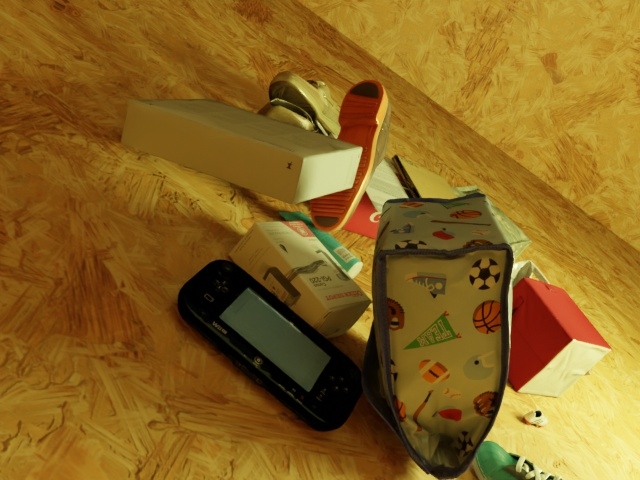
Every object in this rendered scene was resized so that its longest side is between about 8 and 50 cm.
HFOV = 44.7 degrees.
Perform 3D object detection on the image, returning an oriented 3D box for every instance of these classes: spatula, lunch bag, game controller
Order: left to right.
[{"bbox_3d":[-0.074,0.158,1.199,0.319,0.067,0.166,39,23,2],"label":"game controller"},{"bbox_3d":[0.065,-0.222,2.052,0.168,0.019,0.242,55,4,26],"label":"spatula"},{"bbox_3d":[0.191,0.147,1.286,0.238,0.386,0.328,-3,18,8],"label":"lunch bag"},{"bbox_3d":[0.394,-0.020,2.096,0.287,0.169,0.235,-8,51,-52],"label":"lunch bag"}]

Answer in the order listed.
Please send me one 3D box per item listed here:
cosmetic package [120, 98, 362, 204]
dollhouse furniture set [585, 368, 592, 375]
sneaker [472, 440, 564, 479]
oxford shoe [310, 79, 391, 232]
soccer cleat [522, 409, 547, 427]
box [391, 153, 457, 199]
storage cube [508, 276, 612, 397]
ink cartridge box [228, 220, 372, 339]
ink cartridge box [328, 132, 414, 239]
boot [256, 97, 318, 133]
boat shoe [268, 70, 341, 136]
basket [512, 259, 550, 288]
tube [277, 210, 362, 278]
[{"bbox_3d":[-0.145,-0.184,1.508,0.377,0.098,0.284,20,15,20],"label":"cosmetic package"},{"bbox_3d":[0.577,0.246,1.904,0.123,0.144,0.151,-23,101,-64],"label":"dollhouse furniture set"},{"bbox_3d":[0.393,0.437,1.309,0.302,0.121,0.108,44,23,12],"label":"sneaker"},{"bbox_3d":[0.084,-0.164,1.683,0.129,0.364,0.133,9,-23,31],"label":"oxford shoe"},{"bbox_3d":[0.458,0.372,1.633,0.083,0.036,0.029,17,31,-41],"label":"soccer cleat"},{"bbox_3d":[0.280,-0.129,1.962,0.201,0.021,0.164,19,35,-42],"label":"box"},{"bbox_3d":[0.511,0.226,1.790,0.215,0.184,0.193,17,32,-41],"label":"storage cube"},{"bbox_3d":[-0.034,0.070,1.388,0.218,0.092,0.158,50,26,20],"label":"ink cartridge box"},{"bbox_3d":[0.145,-0.088,1.886,0.309,0.130,0.272,17,35,-41],"label":"ink cartridge box"},{"bbox_3d":[-0.032,-0.245,1.935,0.305,0.115,0.112,26,23,-34],"label":"boot"},{"bbox_3d":[-0.034,-0.363,2.021,0.121,0.110,0.341,7,-14,22],"label":"boat shoe"},{"bbox_3d":[0.463,0.133,1.911,0.167,0.103,0.113,-11,44,-17],"label":"basket"},{"bbox_3d":[0.000,0.000,1.625,0.207,0.052,0.080,44,18,24],"label":"tube"}]
